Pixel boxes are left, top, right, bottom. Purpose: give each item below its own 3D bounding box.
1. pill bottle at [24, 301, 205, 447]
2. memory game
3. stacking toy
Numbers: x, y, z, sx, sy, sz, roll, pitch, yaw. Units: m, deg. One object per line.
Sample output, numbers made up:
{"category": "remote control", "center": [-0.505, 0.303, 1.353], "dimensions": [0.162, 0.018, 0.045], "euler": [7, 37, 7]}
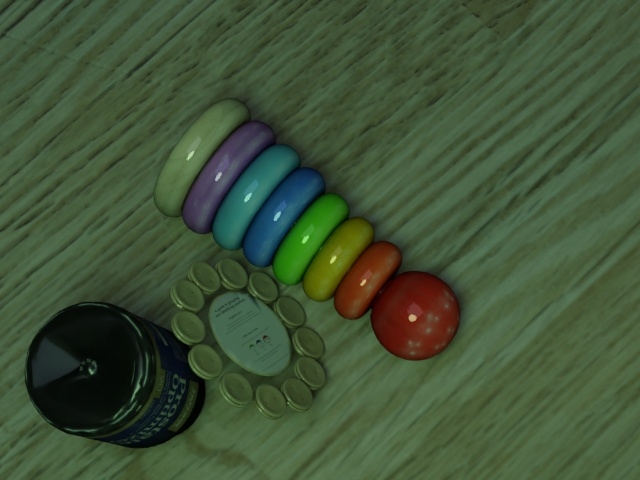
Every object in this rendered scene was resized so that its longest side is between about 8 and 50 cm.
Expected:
{"category": "pill bottle", "center": [-0.184, 0.133, 1.499], "dimensions": [0.123, 0.219, 0.123], "euler": [-3, 78, 13]}
{"category": "memory game", "center": [-0.071, 0.095, 1.553], "dimensions": [0.012, 0.186, 0.186], "euler": [-44, 69, 35]}
{"category": "stacking toy", "center": [0.000, 0.000, 1.591], "dimensions": [0.330, 0.141, 0.141], "euler": [35, 78, 7]}
